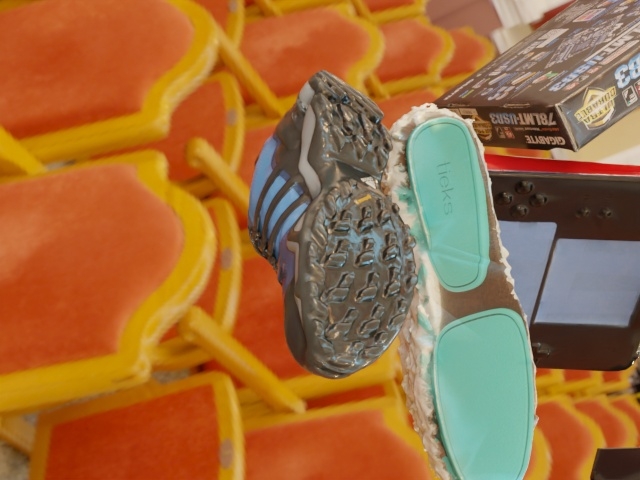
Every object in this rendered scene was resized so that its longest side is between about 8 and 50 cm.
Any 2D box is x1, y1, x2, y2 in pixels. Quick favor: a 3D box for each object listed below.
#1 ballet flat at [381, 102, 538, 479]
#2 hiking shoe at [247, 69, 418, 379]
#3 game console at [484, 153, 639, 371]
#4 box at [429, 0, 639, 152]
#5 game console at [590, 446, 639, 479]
[{"bbox_3d":[0.134,0.063,1.064,0.147,0.147,0.408,-5,87,-71],"label":"ballet flat"},{"bbox_3d":[0.000,0.000,0.850,0.113,0.132,0.304,27,41,-25],"label":"hiking shoe"},{"bbox_3d":[0.285,0.045,1.331,0.386,0.342,0.060,92,5,-48],"label":"game console"},{"bbox_3d":[0.328,-0.219,1.278,0.073,0.296,0.293,60,-16,-20],"label":"box"},{"bbox_3d":[0.576,0.339,1.696,0.361,0.213,0.043,-33,116,-65],"label":"game console"}]
